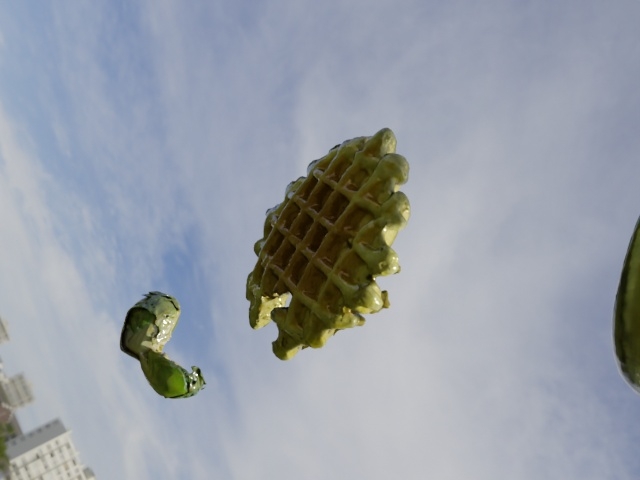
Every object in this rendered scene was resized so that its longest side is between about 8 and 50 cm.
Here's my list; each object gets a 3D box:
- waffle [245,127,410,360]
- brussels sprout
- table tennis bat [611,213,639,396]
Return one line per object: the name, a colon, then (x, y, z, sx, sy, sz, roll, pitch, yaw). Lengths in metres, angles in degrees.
waffle: (-0.002, -0.001, 0.734, 0.261, 0.056, 0.250, -33, -136, 44)
brussels sprout: (-0.120, 0.081, 0.494, 0.083, 0.050, 0.046, 66, 7, 24)
table tennis bat: (0.248, -0.079, 0.308, 0.054, 0.224, 0.369, 37, -65, 46)
